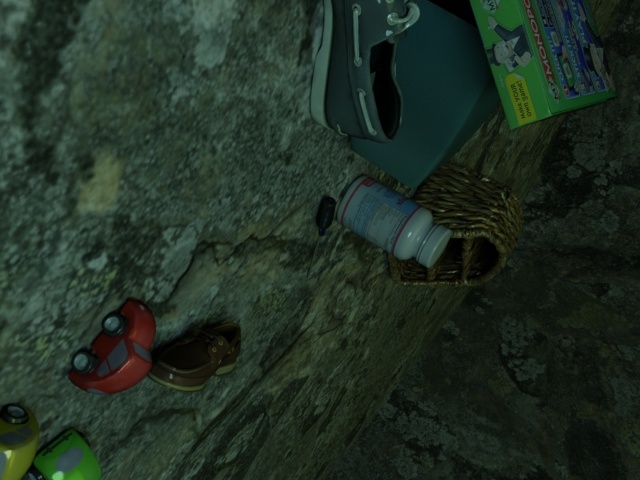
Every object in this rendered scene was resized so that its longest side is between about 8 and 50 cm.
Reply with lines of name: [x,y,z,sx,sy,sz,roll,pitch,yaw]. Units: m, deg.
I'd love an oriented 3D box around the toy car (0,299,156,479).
toy car: [-0.239,0.194,0.620,0.239,0.053,0.225,-39,152,-44]

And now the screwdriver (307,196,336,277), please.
screwdriver: [0.000,0.000,0.963,0.025,0.024,0.170,-15,143,-22]

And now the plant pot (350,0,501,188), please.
plant pot: [0.139,-0.198,0.816,0.166,0.165,0.234,-38,157,-44]

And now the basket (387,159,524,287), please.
basket: [0.285,0.010,1.375,0.223,0.213,0.299,-54,160,-15]

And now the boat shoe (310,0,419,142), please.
boat shoe: [0.062,-0.233,0.655,0.116,0.099,0.319,-43,155,-36]

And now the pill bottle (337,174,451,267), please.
pill bottle: [0.111,-0.026,0.983,0.087,0.160,0.087,-49,159,-27]

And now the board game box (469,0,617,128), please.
board game box: [0.209,-0.283,0.668,0.213,0.046,0.317,-20,94,-47]

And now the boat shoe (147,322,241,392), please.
boat shoe: [-0.141,0.129,0.757,0.060,0.064,0.178,-67,166,7]
